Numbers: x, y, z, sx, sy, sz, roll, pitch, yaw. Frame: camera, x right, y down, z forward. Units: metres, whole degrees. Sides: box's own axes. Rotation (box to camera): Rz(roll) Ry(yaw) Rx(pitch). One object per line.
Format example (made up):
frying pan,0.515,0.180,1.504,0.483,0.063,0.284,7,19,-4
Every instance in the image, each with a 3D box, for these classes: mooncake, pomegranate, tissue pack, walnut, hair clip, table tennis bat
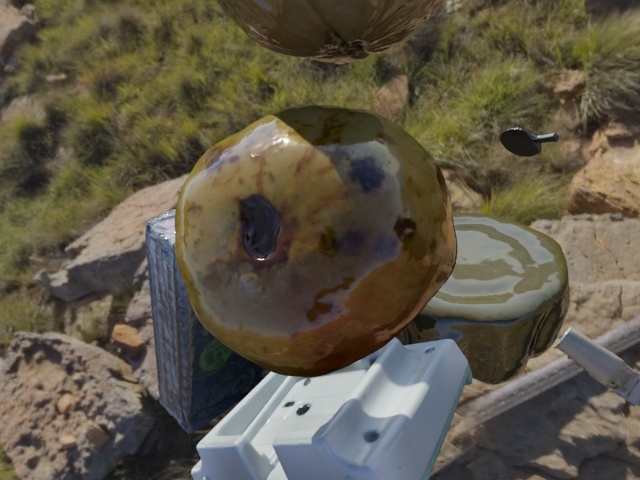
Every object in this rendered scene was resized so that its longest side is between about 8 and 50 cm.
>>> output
mooncake,0.296,0.108,1.119,0.378,0.201,0.378,-4,35,3
pomegranate,0.000,0.000,0.443,0.215,0.215,0.215,-13,62,26
tissue pack,-0.149,0.110,0.975,0.124,0.288,0.394,30,129,32
walnut,0.007,-0.250,0.410,0.228,0.228,0.228,-13,62,26
hair clip,0.313,0.143,0.581,0.034,0.226,0.072,-57,42,2
table tennis bat,0.265,-0.127,0.705,0.007,0.050,0.083,-53,23,-17

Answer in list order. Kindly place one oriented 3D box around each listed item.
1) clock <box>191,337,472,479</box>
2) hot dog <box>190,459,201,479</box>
clock,0.008,0.195,0.618,0.262,0.116,0.231,-17,17,37
hot dog,-0.068,0.378,0.976,0.387,0.174,0.267,-45,14,19
